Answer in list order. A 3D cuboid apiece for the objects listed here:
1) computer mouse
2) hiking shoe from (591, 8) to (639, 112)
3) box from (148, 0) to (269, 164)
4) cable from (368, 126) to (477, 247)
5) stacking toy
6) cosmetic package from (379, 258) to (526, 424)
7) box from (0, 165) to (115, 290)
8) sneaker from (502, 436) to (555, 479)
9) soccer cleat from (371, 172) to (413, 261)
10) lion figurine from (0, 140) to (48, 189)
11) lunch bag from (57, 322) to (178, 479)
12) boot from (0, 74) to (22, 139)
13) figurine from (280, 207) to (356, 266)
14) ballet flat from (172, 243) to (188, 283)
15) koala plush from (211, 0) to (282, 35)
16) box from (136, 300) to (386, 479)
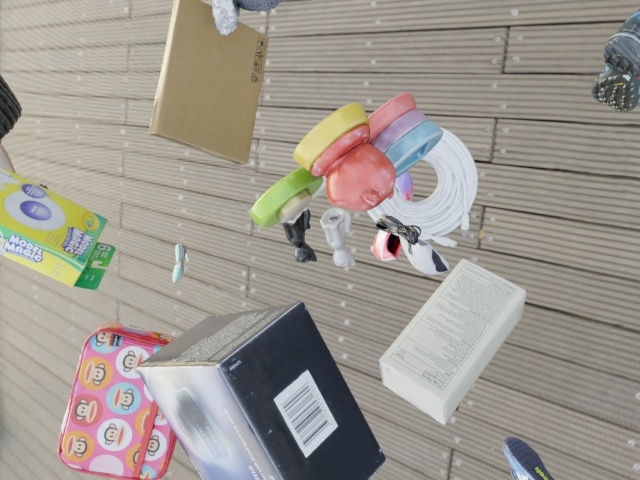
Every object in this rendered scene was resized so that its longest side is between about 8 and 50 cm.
[{"bbox_3d":[0.176,0.020,1.155,0.106,0.193,0.042,25,79,46],"label":"computer mouse"},{"bbox_3d":[0.689,-0.388,1.391,0.113,0.304,0.132,37,87,20],"label":"hiking shoe"},{"bbox_3d":[-0.154,-0.226,0.902,0.021,0.164,0.202,5,83,44],"label":"box"},{"bbox_3d":[0.217,-0.130,1.404,0.256,0.089,0.257,11,103,6],"label":"cable"},{"bbox_3d":[0.053,-0.090,0.998,0.130,0.309,0.279,52,128,7],"label":"stacking toy"},{"bbox_3d":[0.278,0.202,1.313,0.160,0.309,0.113,30,153,30],"label":"cosmetic package"},{"bbox_3d":[-0.321,-0.015,0.718,0.043,0.179,0.105,-51,21,23],"label":"box"},{"bbox_3d":[0.337,0.386,1.017,0.144,0.053,0.059,57,138,34],"label":"sneaker"},{"bbox_3d":[0.207,-0.063,1.684,0.095,0.083,0.248,11,80,61],"label":"soccer cleat"},{"bbox_3d":[-0.686,-0.155,1.337,0.393,0.142,0.240,65,152,12],"label":"lion figurine"},{"bbox_3d":[-0.366,0.328,1.271,0.120,0.257,0.294,-164,89,-81],"label":"lunch bag"},{"bbox_3d":[-0.507,-0.190,0.726,0.131,0.348,0.260,0,124,19],"label":"boot"},{"bbox_3d":[0.000,0.000,1.902,0.214,0.092,0.210,6,135,21],"label":"figurine"},{"bbox_3d":[-0.400,0.068,1.822,0.041,0.041,0.115,-1,83,42],"label":"ballet flat"},{"bbox_3d":[-0.080,-0.356,0.773,0.203,0.196,0.221,43,166,2],"label":"koala plush"},{"bbox_3d":[-0.104,0.278,1.013,0.294,0.182,0.297,-16,105,52],"label":"box"}]
